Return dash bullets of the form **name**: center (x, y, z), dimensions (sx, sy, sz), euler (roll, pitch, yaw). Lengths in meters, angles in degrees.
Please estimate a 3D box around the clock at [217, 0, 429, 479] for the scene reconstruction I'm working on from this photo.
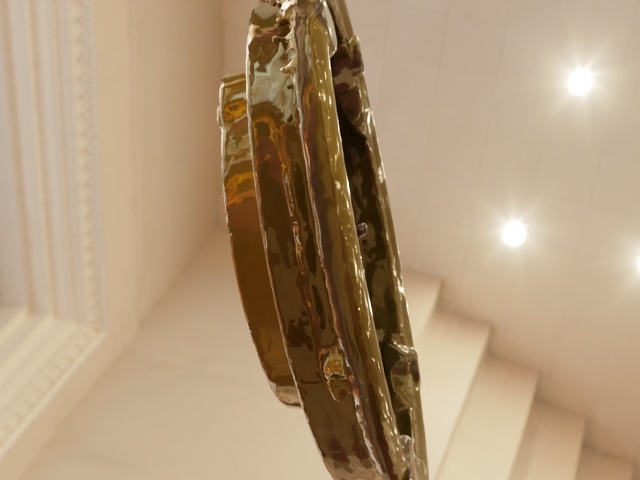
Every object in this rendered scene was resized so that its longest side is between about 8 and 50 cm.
- **clock**: center (0.000, 0.000, 0.447), dimensions (0.057, 0.237, 0.237), euler (-11, -63, 8)
